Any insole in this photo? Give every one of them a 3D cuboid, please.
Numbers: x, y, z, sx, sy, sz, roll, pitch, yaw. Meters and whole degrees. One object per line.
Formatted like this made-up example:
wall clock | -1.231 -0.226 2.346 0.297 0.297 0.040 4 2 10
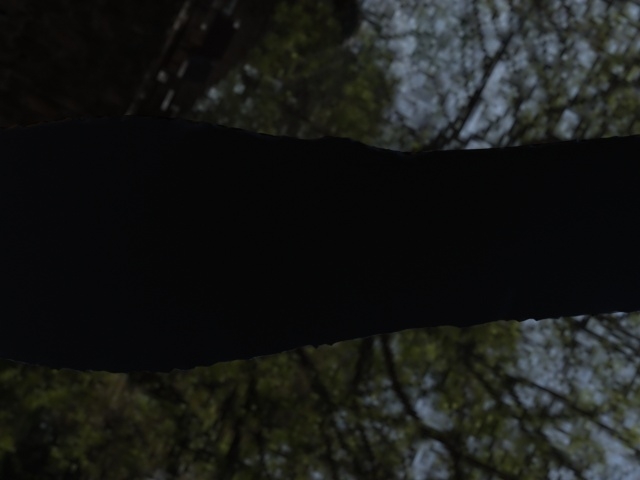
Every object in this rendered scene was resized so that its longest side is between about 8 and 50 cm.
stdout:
insole | 0.000 0.000 0.449 0.007 0.322 0.109 -105 -167 -52
